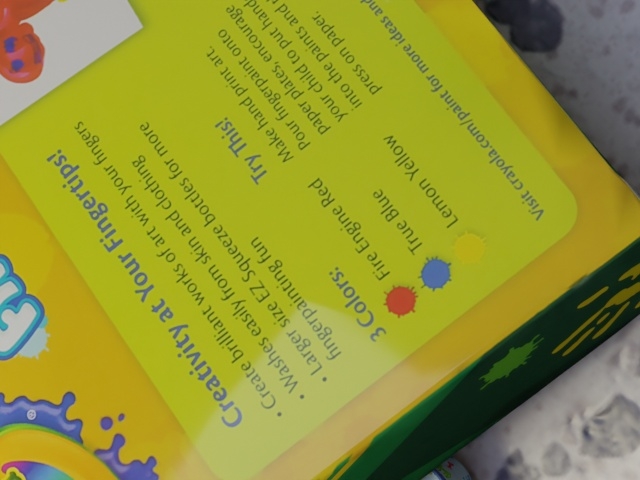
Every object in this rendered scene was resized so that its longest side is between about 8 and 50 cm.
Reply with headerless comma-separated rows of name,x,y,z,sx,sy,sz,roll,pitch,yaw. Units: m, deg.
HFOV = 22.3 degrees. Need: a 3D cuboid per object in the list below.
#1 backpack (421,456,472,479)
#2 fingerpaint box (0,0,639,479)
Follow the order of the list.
backpack,0.036,0.175,0.950,0.105,0.084,0.114,15,95,25
fingerpaint box,-0.087,-0.045,0.910,0.371,0.163,0.445,-38,69,4
